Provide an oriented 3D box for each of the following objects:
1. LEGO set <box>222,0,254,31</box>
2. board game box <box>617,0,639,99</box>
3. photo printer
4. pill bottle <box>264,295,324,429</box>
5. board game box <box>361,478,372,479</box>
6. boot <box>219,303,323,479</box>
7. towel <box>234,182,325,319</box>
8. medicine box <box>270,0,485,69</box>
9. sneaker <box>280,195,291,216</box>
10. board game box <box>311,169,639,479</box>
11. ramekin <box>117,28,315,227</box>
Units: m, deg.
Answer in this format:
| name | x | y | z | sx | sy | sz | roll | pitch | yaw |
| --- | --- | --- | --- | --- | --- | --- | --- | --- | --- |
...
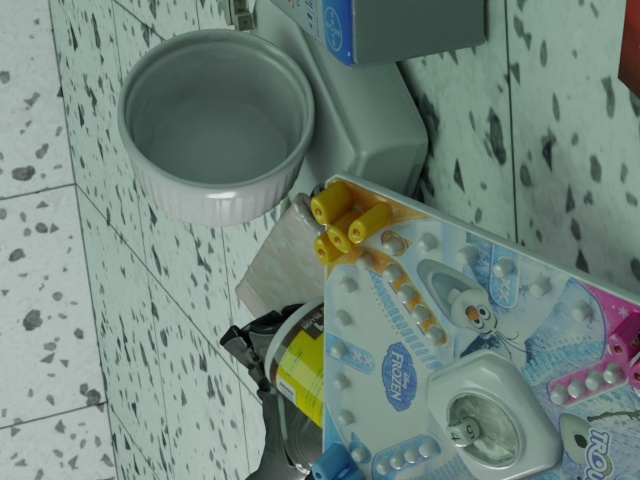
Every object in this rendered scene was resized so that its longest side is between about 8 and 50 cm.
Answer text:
| name | x | y | z | sx | sy | sz | roll | pitch | yaw |
| --- | --- | --- | --- | --- | --- | --- | --- | --- | --- |
| LEGO set | -0.121 | -0.187 | 2.133 | 0.093 | 0.087 | 0.227 | -141 | 42 | -63 |
| board game box | 0.302 | -0.115 | 1.360 | 0.281 | 0.027 | 0.145 | -125 | 27 | -49 |
| photo printer | 0.005 | -0.159 | 2.084 | 0.256 | 0.107 | 0.307 | 107 | 145 | -57 |
| pill bottle | 0.052 | 0.159 | 1.904 | 0.215 | 0.117 | 0.117 | 39 | 145 | 26 |
| board game box | 0.073 | 0.367 | 1.666 | 0.305 | 0.053 | 0.193 | -132 | 37 | -64 |
| boot | -0.044 | 0.193 | 2.153 | 0.222 | 0.118 | 0.338 | 56 | 145 | 1 |
| towel | 0.050 | 0.120 | 2.060 | 0.332 | 0.053 | 0.317 | 50 | 155 | 8 |
| medicine box | 0.034 | -0.342 | 1.807 | 0.289 | 0.149 | 0.263 | -134 | 35 | -56 |
| sneaker | 0.000 | 0.000 | 2.230 | 0.258 | 0.094 | 0.091 | -144 | 40 | -65 |
| board game box | 0.147 | 0.170 | 1.683 | 0.390 | 0.050 | 0.390 | 25 | 131 | 30 |
| ramekin | -0.110 | -0.111 | 1.976 | 0.109 | 0.207 | 0.207 | 94 | 156 | -58 |
